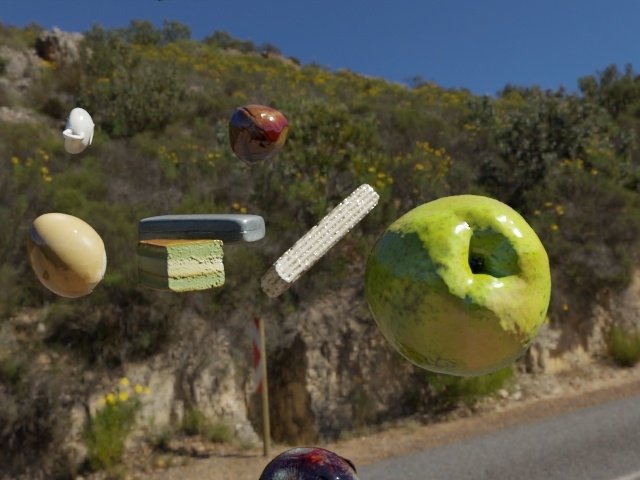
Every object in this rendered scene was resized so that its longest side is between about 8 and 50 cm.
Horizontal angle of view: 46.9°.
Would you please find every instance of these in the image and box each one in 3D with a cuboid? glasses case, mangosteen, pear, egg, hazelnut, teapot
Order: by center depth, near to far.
[{"bbox_3d":[0.267,0.084,1.439,0.391,0.391,0.391,-4,-6,0],"label":"pear"},{"bbox_3d":[-0.020,0.686,1.872,0.330,0.330,0.330,-4,-6,0],"label":"mangosteen"},{"bbox_3d":[-0.309,-0.028,1.905,0.323,0.074,0.131,0,8,20],"label":"glasses case"},{"bbox_3d":[-0.704,0.034,2.037,0.201,0.244,0.201,-22,31,14],"label":"egg"},{"bbox_3d":[-0.765,-0.342,2.321,0.092,0.145,0.226,9,12,-15],"label":"teapot"},{"bbox_3d":[-0.236,-0.387,2.650,0.229,0.230,0.229,-4,-6,0],"label":"hazelnut"}]

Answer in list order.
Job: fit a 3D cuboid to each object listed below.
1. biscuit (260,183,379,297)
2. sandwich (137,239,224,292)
[{"bbox_3d":[0.000,0.000,2.064,0.426,0.078,0.144,-42,-3,-33],"label":"biscuit"},{"bbox_3d":[-0.338,0.055,1.760,0.144,0.117,0.187,-4,5,-36],"label":"sandwich"}]
